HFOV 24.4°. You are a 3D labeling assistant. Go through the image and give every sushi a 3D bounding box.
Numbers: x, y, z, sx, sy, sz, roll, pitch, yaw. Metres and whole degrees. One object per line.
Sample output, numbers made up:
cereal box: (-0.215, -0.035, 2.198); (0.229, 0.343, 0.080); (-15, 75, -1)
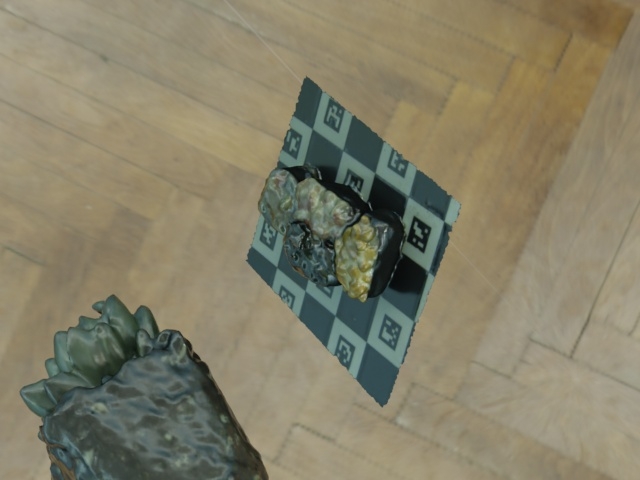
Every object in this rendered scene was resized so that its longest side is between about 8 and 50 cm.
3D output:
sushi: (0.000, 0.000, 1.192); (0.215, 0.050, 0.192); (44, 126, 40)

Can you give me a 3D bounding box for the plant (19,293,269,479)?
plant: (-0.135, 0.138, 1.078); (0.132, 0.129, 0.194); (-32, 67, -26)
